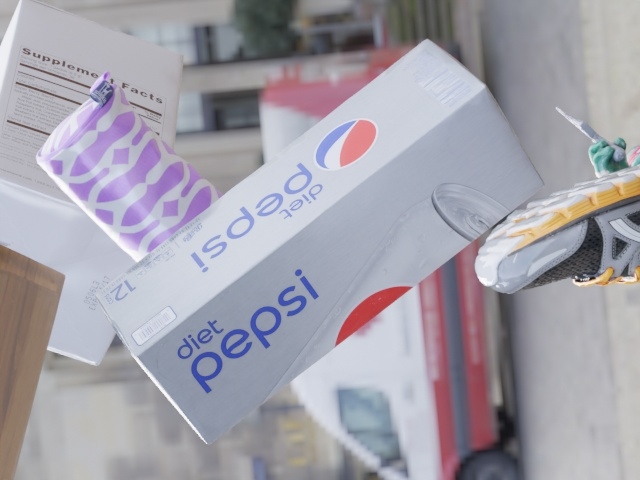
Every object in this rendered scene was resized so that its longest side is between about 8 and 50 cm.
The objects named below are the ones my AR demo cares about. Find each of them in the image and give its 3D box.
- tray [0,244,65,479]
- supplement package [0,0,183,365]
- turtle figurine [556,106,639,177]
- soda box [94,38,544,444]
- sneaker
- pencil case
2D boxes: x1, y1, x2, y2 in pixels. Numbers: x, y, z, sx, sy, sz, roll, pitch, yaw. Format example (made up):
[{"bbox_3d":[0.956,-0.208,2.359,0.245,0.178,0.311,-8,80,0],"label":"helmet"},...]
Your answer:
[{"bbox_3d":[-0.277,0.202,1.322,0.203,0.076,0.411,45,-123,-78],"label":"tray"},{"bbox_3d":[-0.247,-0.061,1.850,0.293,0.175,0.177,-90,24,-52],"label":"supplement package"},{"bbox_3d":[0.283,-0.036,1.405,0.234,0.175,0.118,42,146,41],"label":"turtle figurine"},{"bbox_3d":[0.000,0.000,1.295,0.098,0.286,0.091,56,175,-35],"label":"soda box"},{"bbox_3d":[0.190,-0.004,1.121,0.084,0.215,0.083,175,78,-71],"label":"sneaker"},{"bbox_3d":[-0.113,-0.025,1.426,0.206,0.086,0.088,47,-139,-17],"label":"pencil case"}]
